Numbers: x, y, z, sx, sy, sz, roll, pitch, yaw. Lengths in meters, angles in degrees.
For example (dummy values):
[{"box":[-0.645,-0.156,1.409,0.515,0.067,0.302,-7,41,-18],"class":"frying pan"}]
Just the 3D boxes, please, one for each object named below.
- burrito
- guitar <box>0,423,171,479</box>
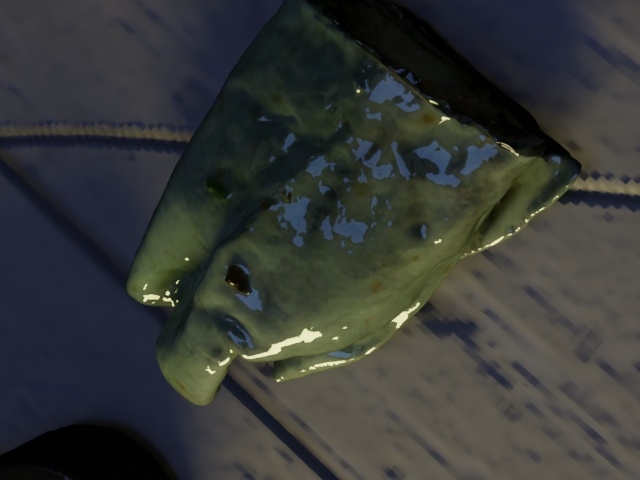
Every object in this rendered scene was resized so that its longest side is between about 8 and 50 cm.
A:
[{"box":[-0.002,-0.003,0.389,0.074,0.044,0.118,45,120,8],"class":"burrito"},{"box":[-0.155,0.094,0.518,0.271,0.038,0.083,0,104,32],"class":"guitar"}]
